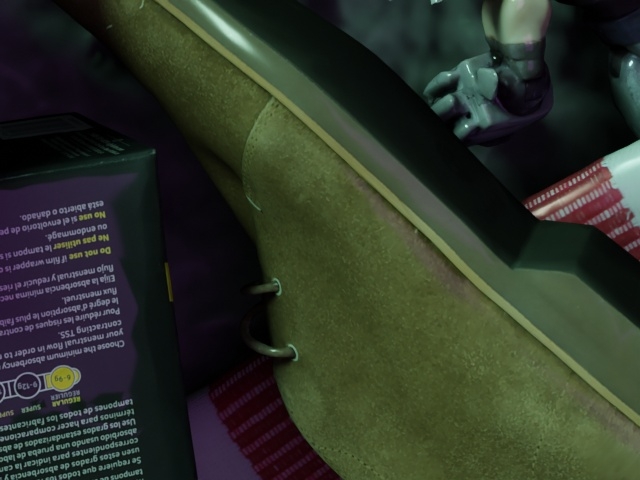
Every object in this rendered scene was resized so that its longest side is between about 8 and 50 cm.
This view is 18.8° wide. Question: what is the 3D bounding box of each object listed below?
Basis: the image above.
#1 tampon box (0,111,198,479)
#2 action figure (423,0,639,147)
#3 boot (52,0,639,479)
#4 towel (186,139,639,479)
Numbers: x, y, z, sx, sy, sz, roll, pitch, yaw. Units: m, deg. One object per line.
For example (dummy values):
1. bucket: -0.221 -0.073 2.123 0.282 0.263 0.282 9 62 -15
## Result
1. tampon box: -0.105 0.049 0.633 0.101 0.120 0.161 -10 103 -18
2. action figure: 0.132 -0.074 0.718 0.185 0.099 0.285 -41 107 -2
3. boot: 0.000 0.000 0.632 0.305 0.112 0.115 42 109 10
4. towel: 0.128 0.084 0.707 0.329 0.037 0.237 -29 109 11
